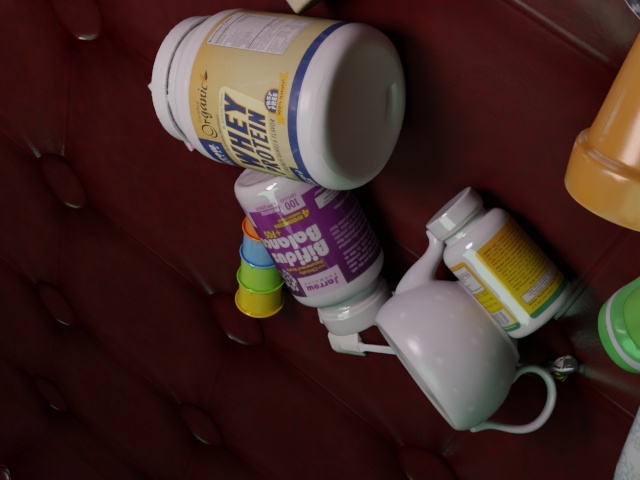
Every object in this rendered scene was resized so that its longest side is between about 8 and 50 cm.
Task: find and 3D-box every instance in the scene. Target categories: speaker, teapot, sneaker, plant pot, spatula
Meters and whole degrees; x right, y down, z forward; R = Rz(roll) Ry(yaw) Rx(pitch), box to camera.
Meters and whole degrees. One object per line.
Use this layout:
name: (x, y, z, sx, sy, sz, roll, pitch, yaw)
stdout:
speaker: (0.487, 0.074, 1.189, 0.131, 0.131, 0.296, 48, 143, -3)
teapot: (0.222, 0.157, 1.479, 0.252, 0.187, 0.256, 51, 175, 48)
sneaker: (0.376, 0.202, 1.494, 0.035, 0.031, 0.083, 48, 152, -12)
plant pot: (0.391, -0.129, 1.054, 0.205, 0.205, 0.188, 23, 122, 27)
spatula: (0.085, 0.146, 1.730, 0.242, 0.019, 0.168, 0, 118, 43)

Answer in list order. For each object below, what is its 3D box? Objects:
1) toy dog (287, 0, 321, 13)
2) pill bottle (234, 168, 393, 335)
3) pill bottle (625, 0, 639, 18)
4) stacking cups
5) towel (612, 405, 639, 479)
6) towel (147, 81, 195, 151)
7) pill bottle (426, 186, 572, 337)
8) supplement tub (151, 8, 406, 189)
toy dog: (-0.014, -0.409, 1.194, 0.220, 0.161, 0.334, 39, 142, 9)
pill bottle: (0.000, 0.000, 1.547, 0.169, 0.169, 0.302, -6, 121, 46)
pill bottle: (0.405, -0.311, 0.910, 0.130, 0.130, 0.246, 43, 143, 4)
stacking cups: (-0.104, 0.004, 1.710, 0.096, 0.096, 0.316, 29, 140, 21)
towel: (0.618, 0.343, 1.346, 0.374, 0.090, 0.321, 26, 135, 24)
towel: (-0.213, -0.235, 1.652, 0.197, 0.029, 0.144, -15, 112, 49)
pill bottle: (0.252, 0.028, 1.377, 0.208, 0.117, 0.117, 47, 143, -2)
supplement tub: (-0.063, -0.208, 1.369, 0.316, 0.228, 0.228, 16, 133, 34)
